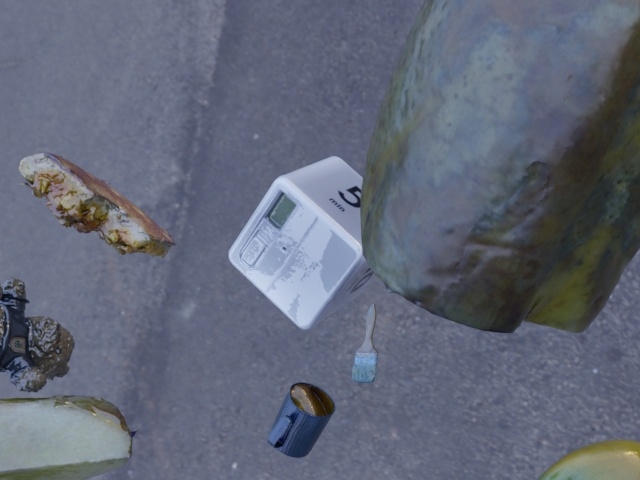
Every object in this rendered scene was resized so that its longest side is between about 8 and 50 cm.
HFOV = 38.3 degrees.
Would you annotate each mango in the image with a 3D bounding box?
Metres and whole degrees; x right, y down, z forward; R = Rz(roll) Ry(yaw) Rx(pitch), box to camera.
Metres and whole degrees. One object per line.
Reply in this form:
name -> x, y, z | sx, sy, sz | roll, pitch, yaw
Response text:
mango -> 0.467, 0.413, 1.541 | 0.114, 0.251, 0.156 | -117, 28, -70

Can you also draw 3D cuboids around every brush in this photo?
brush -> 0.115, 0.244, 2.209 | 0.070, 0.021, 0.196 | -5, 71, 40

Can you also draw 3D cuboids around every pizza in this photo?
pizza -> -0.367, -0.045, 1.523 | 0.085, 0.305, 0.161 | -49, 35, 4

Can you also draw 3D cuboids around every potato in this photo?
potato -> -0.400, 0.239, 1.078 | 0.269, 0.255, 0.112 | -30, 62, 35

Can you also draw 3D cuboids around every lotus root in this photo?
lotus root -> 0.173, -0.109, 0.718 | 0.250, 0.250, 0.346 | 56, 131, 47

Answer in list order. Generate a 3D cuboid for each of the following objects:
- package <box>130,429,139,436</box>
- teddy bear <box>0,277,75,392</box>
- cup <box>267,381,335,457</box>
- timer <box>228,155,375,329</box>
package -> -0.325, 0.302, 1.366 | 0.077, 0.111, 0.033 | -54, 49, 35
teddy bear -> -0.463, 0.133, 1.340 | 0.129, 0.251, 0.182 | -13, 64, 19
cup -> -0.060, 0.416, 2.121 | 0.138, 0.150, 0.113 | -64, 35, 26
timer -> 0.000, 0.000, 1.528 | 0.194, 0.195, 0.192 | 43, 121, 13
